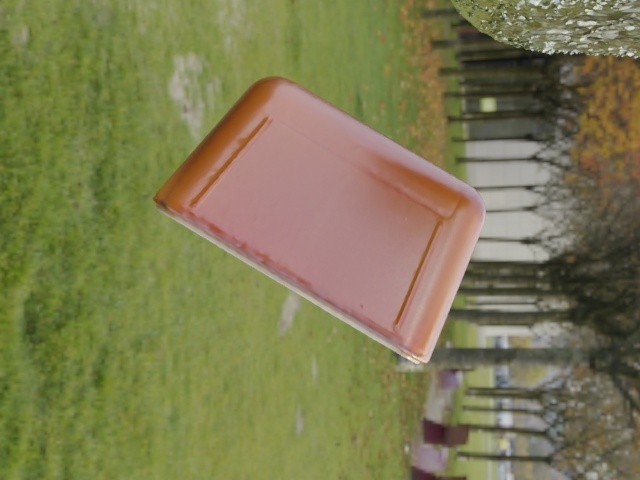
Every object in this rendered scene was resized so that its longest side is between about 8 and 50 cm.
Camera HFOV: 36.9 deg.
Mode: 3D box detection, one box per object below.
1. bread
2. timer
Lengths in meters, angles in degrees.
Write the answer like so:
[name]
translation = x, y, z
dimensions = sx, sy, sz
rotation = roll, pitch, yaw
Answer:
[bread]
translation = 0.214, -0.157, 0.633
dimensions = 0.267, 0.267, 0.040
rotation = -1, 94, -79
[timer]
translation = 0.000, 0.000, 0.879
dimensions = 0.161, 0.257, 0.250
rotation = -59, 177, -16
